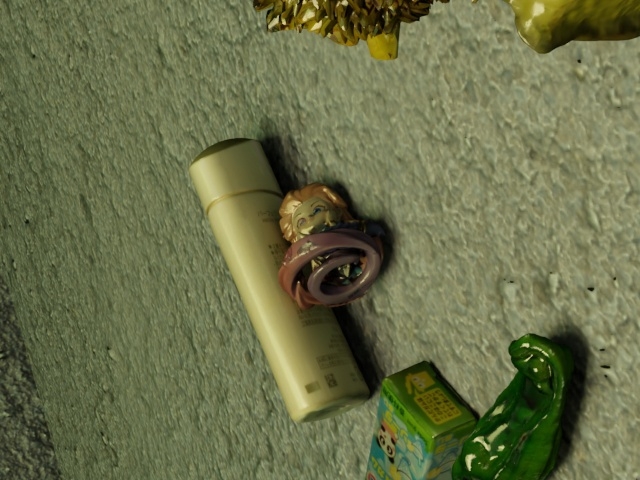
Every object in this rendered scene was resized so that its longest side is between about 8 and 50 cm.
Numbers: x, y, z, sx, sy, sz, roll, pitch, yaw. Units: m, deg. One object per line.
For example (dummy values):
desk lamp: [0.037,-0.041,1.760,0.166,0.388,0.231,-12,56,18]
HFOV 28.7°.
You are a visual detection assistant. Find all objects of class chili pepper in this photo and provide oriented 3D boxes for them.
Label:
chili pepper: [0.181,0.177,1.171,0.100,0.074,0.257,49,139,29]

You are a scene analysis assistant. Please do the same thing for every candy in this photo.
candy: [0.104,0.234,1.347,0.097,0.062,0.194,48,144,38]

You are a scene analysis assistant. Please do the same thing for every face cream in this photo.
face cream: [-0.053,0.037,1.441,0.348,0.081,0.173,66,-165,12]

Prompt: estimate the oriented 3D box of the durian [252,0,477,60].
durian: [0.033,-0.229,0.645,0.258,0.258,0.293,70,160,6]

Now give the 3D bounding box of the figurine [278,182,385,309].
figurine: [0.007,0.007,1.365,0.114,0.126,0.157,40,-166,-25]

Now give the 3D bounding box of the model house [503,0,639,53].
model house: [0.216,-0.242,0.746,0.234,0.193,0.175,-34,73,58]
